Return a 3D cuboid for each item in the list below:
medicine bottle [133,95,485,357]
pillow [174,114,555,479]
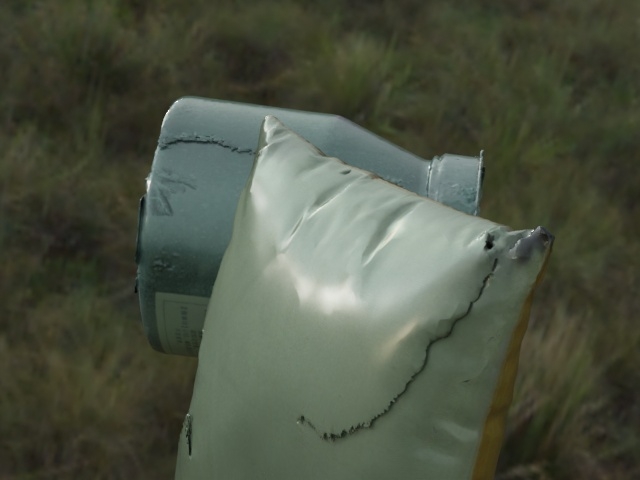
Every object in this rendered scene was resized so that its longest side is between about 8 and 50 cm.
[{"bbox_3d":[0.000,0.000,1.389,0.290,0.245,0.245,6,26,8],"label":"medicine bottle"},{"bbox_3d":[0.010,0.098,0.954,0.119,0.312,0.310,4,15,-31],"label":"pillow"}]
